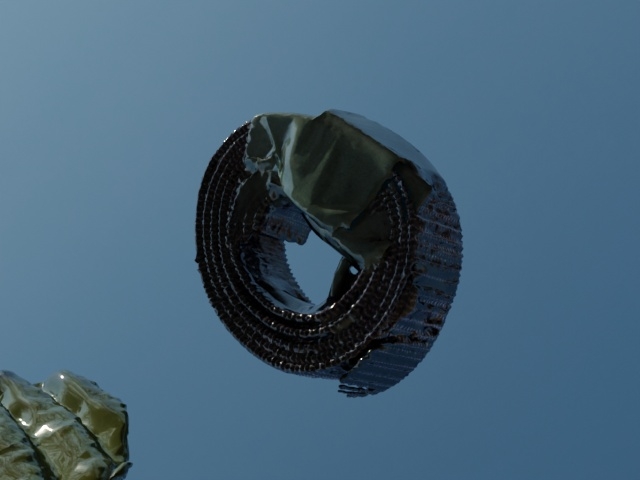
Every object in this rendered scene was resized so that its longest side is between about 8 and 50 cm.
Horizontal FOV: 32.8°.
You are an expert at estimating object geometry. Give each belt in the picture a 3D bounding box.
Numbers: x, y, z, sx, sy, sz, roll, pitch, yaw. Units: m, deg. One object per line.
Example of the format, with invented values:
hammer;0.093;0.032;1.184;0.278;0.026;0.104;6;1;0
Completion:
belt;0.000;0.000;1.109;0.325;0.122;0.260;41;-71;41

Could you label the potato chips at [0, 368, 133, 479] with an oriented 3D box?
potato chips;-0.320;0.143;0.743;0.373;0.389;0.097;14;-76;-11
